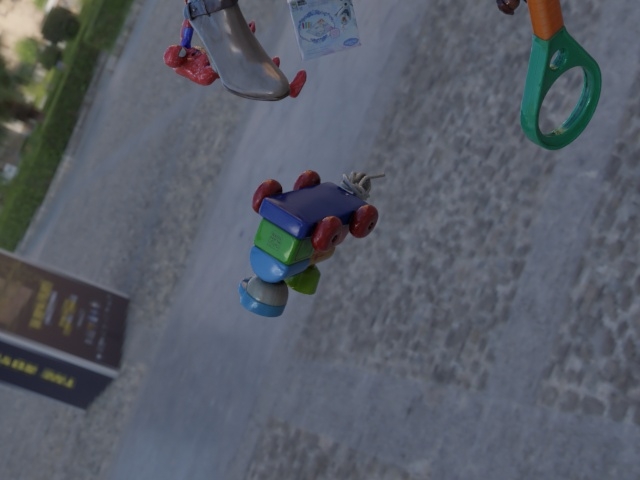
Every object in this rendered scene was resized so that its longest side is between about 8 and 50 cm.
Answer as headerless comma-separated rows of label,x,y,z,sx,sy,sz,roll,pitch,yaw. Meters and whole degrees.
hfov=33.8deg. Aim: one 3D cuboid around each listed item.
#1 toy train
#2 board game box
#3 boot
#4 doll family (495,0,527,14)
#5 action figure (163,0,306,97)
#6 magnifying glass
toy train,0.000,0.000,1.244,0.248,0.105,0.143,-19,-43,-59
board game box,0.006,-0.314,1.517,0.020,0.090,0.090,-115,10,-66
boot,-0.069,-0.164,0.824,0.118,0.042,0.087,30,141,44
doll family,0.230,-0.327,1.157,0.111,0.076,0.193,-25,37,26
action figure,-0.123,-0.291,1.563,0.091,0.280,0.139,28,110,30
magnifying glass,0.206,-0.171,0.942,0.092,0.231,0.026,-41,51,-13
